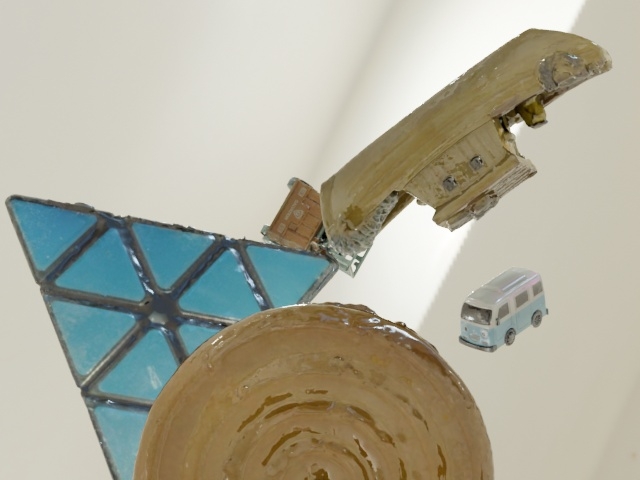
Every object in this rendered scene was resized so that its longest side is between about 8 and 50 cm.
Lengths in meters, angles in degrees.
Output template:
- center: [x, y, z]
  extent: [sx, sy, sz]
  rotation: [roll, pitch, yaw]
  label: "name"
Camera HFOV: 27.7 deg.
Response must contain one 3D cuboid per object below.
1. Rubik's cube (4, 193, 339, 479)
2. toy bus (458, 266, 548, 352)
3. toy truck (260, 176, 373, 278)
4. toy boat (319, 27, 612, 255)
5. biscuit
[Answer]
- center: [-0.153, 0.094, 1.188]
  extent: [0.228, 0.229, 0.233]
  rotation: [11, -90, -52]
  label: "Rubik's cube"
- center: [0.229, 0.084, 1.635]
  extent: [0.123, 0.060, 0.075]
  rotation: [-28, -59, -39]
  label: "toy bus"
- center: [0.001, -0.001, 1.527]
  extent: [0.080, 0.115, 0.178]
  rotation: [-60, -8, -8]
  label: "toy truck"
- center: [0.140, -0.086, 1.248]
  extent: [0.121, 0.321, 0.089]
  rotation: [60, -159, 16]
  label: "toy boat"
- center: [-0.003, 0.172, 0.904]
  extent: [0.037, 0.262, 0.262]
  rotation: [134, 133, -87]
  label: "biscuit"
